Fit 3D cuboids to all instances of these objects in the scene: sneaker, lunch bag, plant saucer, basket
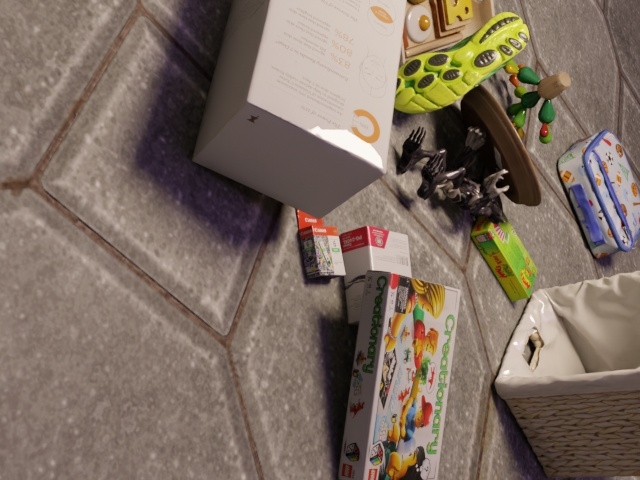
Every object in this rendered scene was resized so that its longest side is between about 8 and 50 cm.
[{"bbox_3d":[0.255,-0.313,1.605,0.295,0.123,0.109,-29,83,-9],"label":"sneaker"},{"bbox_3d":[0.722,-0.112,2.191,0.243,0.115,0.303,-40,107,-48],"label":"lunch bag"},{"bbox_3d":[0.349,-0.184,1.700,0.278,0.041,0.278,62,1,-2],"label":"plant saucer"},{"bbox_3d":[0.571,0.260,1.678,0.266,0.331,0.328,60,39,-19],"label":"basket"}]

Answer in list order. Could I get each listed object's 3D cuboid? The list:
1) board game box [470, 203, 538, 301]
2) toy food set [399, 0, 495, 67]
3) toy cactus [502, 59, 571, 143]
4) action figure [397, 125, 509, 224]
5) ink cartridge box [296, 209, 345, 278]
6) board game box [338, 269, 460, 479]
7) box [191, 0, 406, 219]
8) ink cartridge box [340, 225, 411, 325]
[{"bbox_3d":[0.377,0.026,1.758,0.181,0.043,0.092,54,41,-22],"label":"board game box"},{"bbox_3d":[0.228,-0.470,1.642,0.306,0.092,0.220,-26,113,-39],"label":"toy food set"},{"bbox_3d":[0.473,-0.325,1.919,0.112,0.180,0.219,-15,83,-33],"label":"toy cactus"},{"bbox_3d":[0.279,-0.121,1.605,0.275,0.141,0.164,14,36,-44],"label":"action figure"},{"bbox_3d":[0.000,0.000,1.306,0.062,0.029,0.115,3,74,-51],"label":"ink cartridge box"},{"bbox_3d":[0.123,0.209,1.296,0.193,0.053,0.305,14,81,-48],"label":"board game box"},{"bbox_3d":[-0.021,-0.242,1.219,0.215,0.168,0.345,24,56,-24],"label":"box"},{"bbox_3d":[0.092,0.062,1.369,0.109,0.063,0.151,13,67,-48],"label":"ink cartridge box"}]
